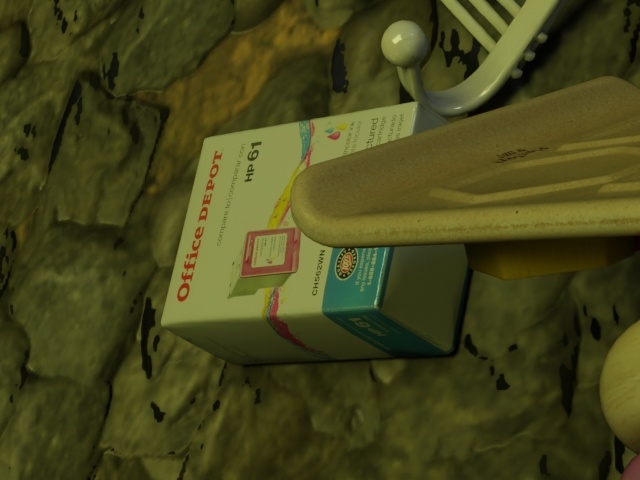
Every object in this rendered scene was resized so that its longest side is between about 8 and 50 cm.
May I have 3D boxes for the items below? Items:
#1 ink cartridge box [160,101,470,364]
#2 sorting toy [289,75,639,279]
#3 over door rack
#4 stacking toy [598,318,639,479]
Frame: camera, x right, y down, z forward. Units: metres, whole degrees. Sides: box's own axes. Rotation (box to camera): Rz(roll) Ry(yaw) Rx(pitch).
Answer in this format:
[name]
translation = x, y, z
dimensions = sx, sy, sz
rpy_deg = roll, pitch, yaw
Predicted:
[ink cartridge box]
translation = 0.000, 0.000, 0.731
dimensions = 0.122, 0.052, 0.088
rpy_deg = -7, 63, 43
[sorting toy]
translation = 0.126, -0.020, 0.542
dimensions = 0.208, 0.193, 0.038
rpy_deg = 3, 106, 43
[over door rack]
translation = 0.089, -0.241, 0.742
dimensions = 0.324, 0.108, 0.239
rpy_deg = -47, 44, 13
[stacking toy]
translation = 0.133, 0.183, 0.446
dimensions = 0.141, 0.141, 0.330
rpy_deg = -11, 65, 41
